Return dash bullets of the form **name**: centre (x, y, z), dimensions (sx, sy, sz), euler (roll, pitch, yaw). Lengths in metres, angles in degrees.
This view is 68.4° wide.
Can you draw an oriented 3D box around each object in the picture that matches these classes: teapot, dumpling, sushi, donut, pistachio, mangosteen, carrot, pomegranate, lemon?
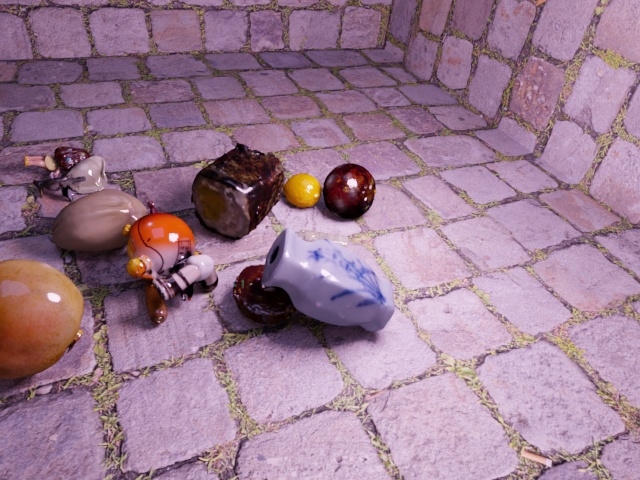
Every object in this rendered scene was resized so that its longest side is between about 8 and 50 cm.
- **teapot**: centre (0.000, 0.000, 1.771), dimensions (0.200, 0.077, 0.107), euler (8, 36, -1)
- **dumpling**: centre (-0.925, -0.257, 1.899), dimensions (0.134, 0.100, 0.169), euler (41, 48, 1)
- **sushi**: centre (-0.312, -0.179, 1.768), dimensions (0.281, 0.299, 0.294), euler (36, 44, -3)
- **donut**: centre (-0.167, 0.174, 1.522), dimensions (0.234, 0.089, 0.235), euler (5, 40, -4)
- **pistachio**: centre (-0.764, -0.061, 1.620), dimensions (0.331, 0.208, 0.226), euler (-18, 1, -9)
- **mangosteen**: centre (0.093, -0.203, 1.949), dimensions (0.231, 0.232, 0.289), euler (-25, 20, -34)
- **carrot**: centre (-0.526, 0.170, 1.490), dimensions (0.059, 0.059, 0.248), euler (-10, 40, -22)
- **pomegranate**: centre (-0.774, 0.206, 1.229), dimensions (0.319, 0.319, 0.319), euler (5, 40, -4)
- **lemon**: centre (-0.077, -0.208, 1.958), dimensions (0.187, 0.142, 0.142), euler (15, 37, 34)

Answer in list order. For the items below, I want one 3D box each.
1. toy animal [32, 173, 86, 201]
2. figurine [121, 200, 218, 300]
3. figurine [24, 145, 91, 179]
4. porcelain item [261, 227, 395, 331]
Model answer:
- **toy animal**: centre (-1.022, -0.214, 1.829), dimensions (0.202, 0.070, 0.105), euler (4, 67, 6)
- **figurine**: centre (-0.484, 0.036, 1.508), dimensions (0.323, 0.196, 0.320), euler (41, 18, 16)
- **figurine**: centre (-1.067, -0.318, 1.927), dimensions (0.240, 0.116, 0.175), euler (-15, 44, -25)
- **porcelain item**: centre (0.029, 0.131, 1.454), dimensions (0.405, 0.178, 0.243), euler (29, 35, -20)
